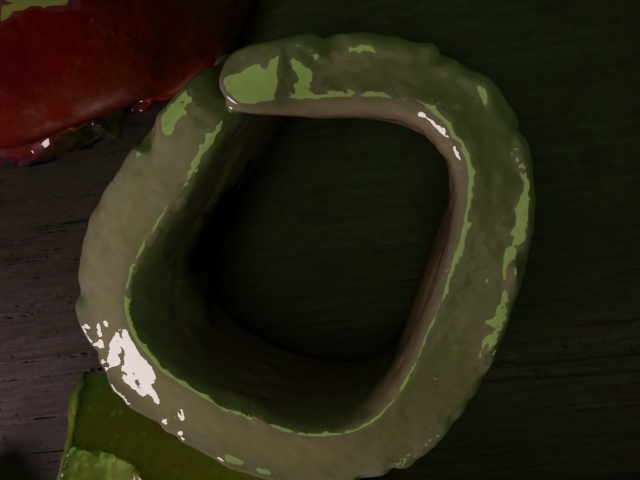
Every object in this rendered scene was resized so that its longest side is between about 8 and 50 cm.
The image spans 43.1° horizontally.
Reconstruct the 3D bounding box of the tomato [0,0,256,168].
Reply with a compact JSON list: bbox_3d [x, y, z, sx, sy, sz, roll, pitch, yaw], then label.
[{"bbox_3d":[-0.227,-0.213,0.598,0.334,0.176,0.290,-20,93,13],"label":"tomato"}]

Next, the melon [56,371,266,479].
[{"bbox_3d":[-0.076,0.243,0.674,0.323,0.124,0.196,16,103,0],"label":"melon"}]

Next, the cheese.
[{"bbox_3d":[-0.003,-0.001,0.603,0.292,0.153,0.332,27,101,4],"label":"cheese"}]
